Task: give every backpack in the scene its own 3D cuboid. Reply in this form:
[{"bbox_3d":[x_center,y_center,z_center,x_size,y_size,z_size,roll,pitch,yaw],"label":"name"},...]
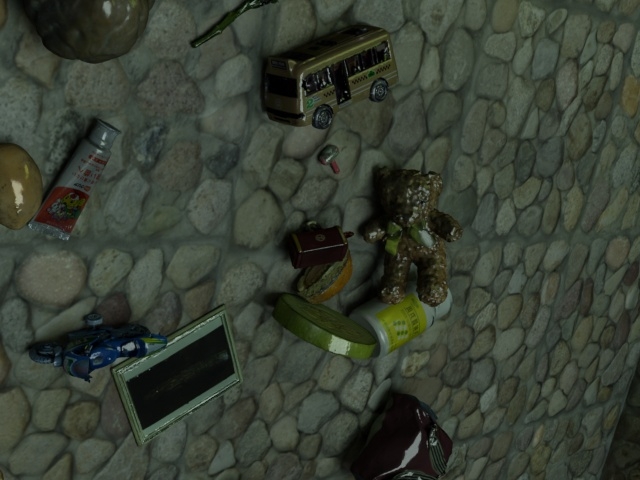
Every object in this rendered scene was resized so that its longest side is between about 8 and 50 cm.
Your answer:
[{"bbox_3d":[0.248,0.602,2.498,0.283,0.197,0.317,-54,135,-11],"label":"backpack"}]

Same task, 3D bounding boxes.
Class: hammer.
[{"bbox_3d":[0.028,-0.178,2.060,0.052,0.031,0.083,-45,143,-13],"label":"hammer"}]

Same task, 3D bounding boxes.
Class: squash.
[{"bbox_3d":[0.015,0.197,2.063,0.252,0.252,0.048,17,100,-44],"label":"squash"}]

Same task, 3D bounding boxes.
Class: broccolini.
[{"bbox_3d":[-0.167,-0.443,1.762,0.218,0.044,0.042,-36,145,-17],"label":"broccolini"}]

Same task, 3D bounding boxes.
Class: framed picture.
[{"bbox_3d":[-0.304,0.300,1.996,0.293,0.018,0.231,-30,127,-28],"label":"framed picture"}]

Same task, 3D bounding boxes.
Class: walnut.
[{"bbox_3d":[-0.371,-0.397,1.469,0.224,0.224,0.224,-19,121,-34],"label":"walnut"}]

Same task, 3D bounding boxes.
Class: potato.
[{"bbox_3d":[-0.531,-0.095,1.554,0.112,0.112,0.147,-20,114,-34],"label":"potato"}]

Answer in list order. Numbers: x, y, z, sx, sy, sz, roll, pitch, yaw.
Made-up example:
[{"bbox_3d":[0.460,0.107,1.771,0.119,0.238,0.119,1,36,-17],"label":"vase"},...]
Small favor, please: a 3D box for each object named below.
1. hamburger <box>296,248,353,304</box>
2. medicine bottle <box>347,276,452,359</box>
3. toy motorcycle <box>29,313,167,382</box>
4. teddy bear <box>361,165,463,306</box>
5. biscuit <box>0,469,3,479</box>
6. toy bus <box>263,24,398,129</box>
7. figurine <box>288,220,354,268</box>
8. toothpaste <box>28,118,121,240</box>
[{"bbox_3d":[0.030,0.086,2.133,0.176,0.087,0.102,-58,138,-19],"label":"hamburger"},{"bbox_3d":[0.204,0.187,2.305,0.258,0.143,0.143,-28,126,-31],"label":"medicine bottle"},{"bbox_3d":[-0.428,0.212,1.760,0.255,0.136,0.092,-11,116,-38],"label":"toy motorcycle"},{"bbox_3d":[0.218,-0.008,2.169,0.222,0.246,0.296,51,44,-61],"label":"teddy bear"},{"bbox_3d":[-0.674,0.483,1.726,0.118,0.061,0.183,31,90,-47],"label":"biscuit"},{"bbox_3d":[0.019,-0.346,1.894,0.290,0.139,0.157,-29,123,-30],"label":"toy bus"},{"bbox_3d":[0.001,-0.001,2.066,0.154,0.098,0.082,-12,149,-16],"label":"figurine"},{"bbox_3d":[-0.446,-0.111,1.660,0.089,0.057,0.234,25,100,-48],"label":"toothpaste"}]
